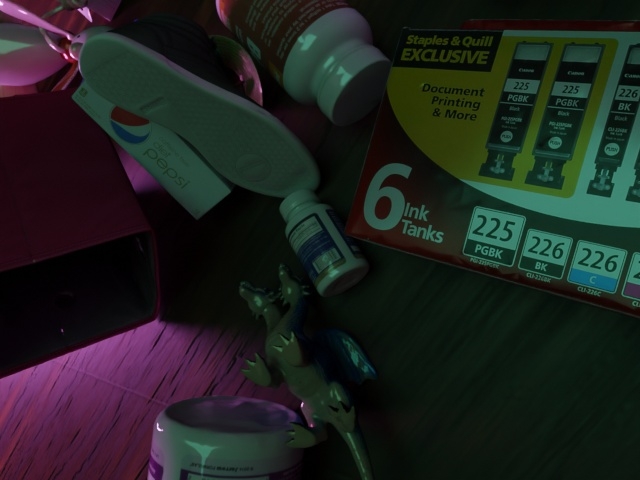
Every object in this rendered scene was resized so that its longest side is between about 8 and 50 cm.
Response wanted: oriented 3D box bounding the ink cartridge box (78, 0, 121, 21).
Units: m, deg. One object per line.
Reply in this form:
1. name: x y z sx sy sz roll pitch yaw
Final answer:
1. ink cartridge box: -0.401 -0.469 0.859 0.092 0.090 0.143 42 105 28

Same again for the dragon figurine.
1. dragon figurine: 0.004 0.150 0.541 0.085 0.144 0.289 -41 85 18

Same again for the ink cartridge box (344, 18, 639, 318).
1. ink cartridge box: 0.211 -0.090 0.423 0.309 0.130 0.271 16 91 32

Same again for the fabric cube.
1. fabric cube: -0.383 -0.008 0.646 0.258 0.259 0.254 58 149 24

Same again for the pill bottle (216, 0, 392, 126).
1. pill bottle: -0.018 -0.239 0.577 0.121 0.121 0.216 -46 70 18

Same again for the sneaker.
1. sneaker: -0.117 -0.171 0.594 0.104 0.296 0.147 -44 26 35

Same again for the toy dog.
1. toy dog: -0.489 -0.309 0.798 0.334 0.161 0.220 -15 106 33

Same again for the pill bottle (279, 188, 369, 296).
1. pill bottle: 0.000 0.000 0.573 0.067 0.067 0.120 -40 66 20

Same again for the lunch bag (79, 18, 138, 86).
1. lunch bag: -0.259 -0.225 0.721 0.151 0.129 0.096 -24 72 26

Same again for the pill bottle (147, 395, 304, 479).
1. pill bottle: -0.111 0.341 0.538 0.169 0.169 0.301 3 85 31

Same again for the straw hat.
1. straw hat: -0.122 -0.203 0.675 0.144 0.061 0.144 10 112 25

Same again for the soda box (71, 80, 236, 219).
1. soda box: -0.205 -0.135 0.639 0.074 0.069 0.216 -35 109 25
